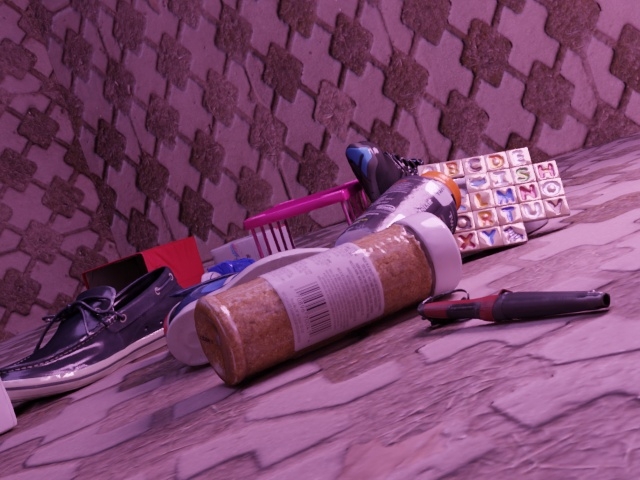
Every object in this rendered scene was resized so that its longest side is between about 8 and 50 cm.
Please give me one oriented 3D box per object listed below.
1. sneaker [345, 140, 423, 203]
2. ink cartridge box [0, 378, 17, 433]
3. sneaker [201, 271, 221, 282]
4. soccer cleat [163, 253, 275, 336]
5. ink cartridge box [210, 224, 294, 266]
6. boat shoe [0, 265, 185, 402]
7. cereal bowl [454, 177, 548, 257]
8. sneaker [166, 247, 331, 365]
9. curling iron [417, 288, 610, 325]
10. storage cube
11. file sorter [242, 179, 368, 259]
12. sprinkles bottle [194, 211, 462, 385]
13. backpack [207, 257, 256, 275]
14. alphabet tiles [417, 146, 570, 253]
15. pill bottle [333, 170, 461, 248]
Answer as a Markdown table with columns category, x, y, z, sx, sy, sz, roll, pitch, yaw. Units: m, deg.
| category | x | y | z | sx | sy | sz | roll | pitch | yaw |
| --- | --- | --- | --- | --- | --- | --- | --- | --- | --- |
| sneaker | 0.151 | -0.133 | 1.858 | 0.140 | 0.125 | 0.341 | -30 | -22 | 8 |
| ink cartridge box | -0.593 | 0.284 | 1.384 | 0.218 | 0.092 | 0.158 | -20 | 4 | -40 |
| sneaker | -0.207 | 0.121 | 1.963 | 0.091 | 0.094 | 0.258 | -7 | 11 | -3 |
| soccer cleat | -0.136 | 0.104 | 1.661 | 0.318 | 0.108 | 0.116 | -23 | 1 | -22 |
| ink cartridge box | -0.166 | 0.049 | 2.373 | 0.176 | 0.127 | 0.128 | -17 | 5 | 28 |
| boat shoe | -0.427 | 0.172 | 1.717 | 0.187 | 0.156 | 0.500 | -14 | 7 | 37 |
| cereal bowl | 0.248 | -0.053 | 1.732 | 0.339 | 0.141 | 0.339 | -18 | 4 | 1 |
| sneaker | -0.084 | 0.083 | 1.456 | 0.323 | 0.130 | 0.236 | -24 | 7 | 7 |
| curling iron | 0.203 | 0.067 | 1.008 | 0.068 | 0.035 | 0.274 | -21 | 4 | -31 |
| storage cube | -0.376 | 0.114 | 2.059 | 0.215 | 0.183 | 0.193 | -17 | 3 | 30 |
| file sorter | 0.000 | 0.000 | 1.853 | 0.202 | 0.182 | 0.291 | -17 | 5 | 12 |
| sprinkles bottle | 0.015 | 0.071 | 1.218 | 0.355 | 0.121 | 0.121 | -21 | 4 | -25 |
| backpack | -0.185 | 0.090 | 2.137 | 0.101 | 0.098 | 0.120 | -19 | -6 | 23 |
| alphabet tiles | 0.294 | -0.070 | 1.570 | 0.237 | 0.198 | 0.009 | -10 | -37 | 6 |
| pill bottle | 0.135 | -0.020 | 1.461 | 0.130 | 0.130 | 0.246 | -15 | 20 | 43 |
